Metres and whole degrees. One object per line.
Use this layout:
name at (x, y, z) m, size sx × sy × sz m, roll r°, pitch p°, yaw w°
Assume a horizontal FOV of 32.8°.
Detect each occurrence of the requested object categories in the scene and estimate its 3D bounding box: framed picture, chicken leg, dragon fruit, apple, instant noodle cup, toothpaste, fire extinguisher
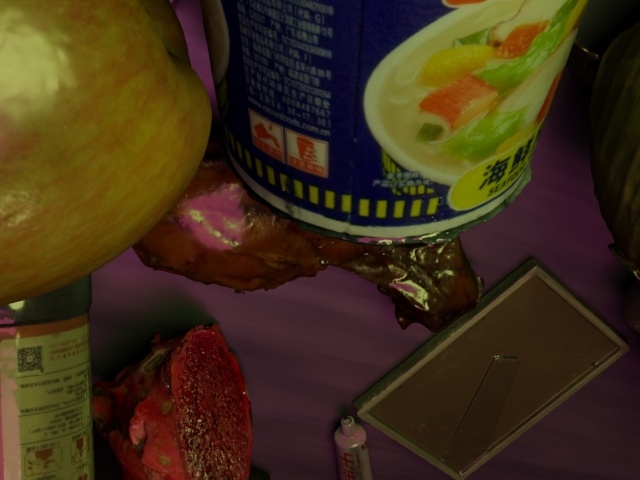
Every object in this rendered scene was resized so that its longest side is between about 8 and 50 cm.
framed picture at (0.149, 0.117, 0.939) m, size 0.203 × 0.015 × 0.150 m, roll -43°, pitch 123°, yaw 17°
chicken leg at (0.000, 0.000, 0.782) m, size 0.304 × 0.093 × 0.113 m, roll 18°, pitch 108°, yaw -28°
dragon fruit at (-0.124, 0.147, 0.834) m, size 0.111 × 0.153 × 0.153 m, roll -10°, pitch 130°, yaw 21°
apple at (-0.182, -0.094, 0.564) m, size 0.264 × 0.264 × 0.264 m, roll -6°, pitch 126°, yaw -8°
instant noodle cup at (0.038, -0.174, 0.568) m, size 0.284 × 0.284 × 0.312 m, roll -6°, pitch 134°, yaw -9°
toothpaste at (0.032, 0.217, 0.977) m, size 0.045 × 0.028 × 0.170 m, roll -5°, pitch 130°, yaw 4°
fire extinguisher at (-0.193, 0.173, 0.756) m, size 0.113 × 0.200 × 0.376 m, roll 3°, pitch 95°, yaw 28°

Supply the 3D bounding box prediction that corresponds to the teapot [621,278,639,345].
teapot at (0.325, 0.071, 0.887) m, size 0.148 × 0.116 × 0.146 m, roll -37°, pitch 114°, yaw 19°

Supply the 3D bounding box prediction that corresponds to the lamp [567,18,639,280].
lamp at (0.271, -0.072, 0.708) m, size 0.284 × 0.250 × 0.250 m, roll 26°, pitch 125°, yaw 19°

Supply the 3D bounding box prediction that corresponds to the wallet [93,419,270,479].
wallet at (-0.168, 0.201, 0.920) m, size 0.244 × 0.025 × 0.124 m, roll 32°, pitch 113°, yaw -30°
